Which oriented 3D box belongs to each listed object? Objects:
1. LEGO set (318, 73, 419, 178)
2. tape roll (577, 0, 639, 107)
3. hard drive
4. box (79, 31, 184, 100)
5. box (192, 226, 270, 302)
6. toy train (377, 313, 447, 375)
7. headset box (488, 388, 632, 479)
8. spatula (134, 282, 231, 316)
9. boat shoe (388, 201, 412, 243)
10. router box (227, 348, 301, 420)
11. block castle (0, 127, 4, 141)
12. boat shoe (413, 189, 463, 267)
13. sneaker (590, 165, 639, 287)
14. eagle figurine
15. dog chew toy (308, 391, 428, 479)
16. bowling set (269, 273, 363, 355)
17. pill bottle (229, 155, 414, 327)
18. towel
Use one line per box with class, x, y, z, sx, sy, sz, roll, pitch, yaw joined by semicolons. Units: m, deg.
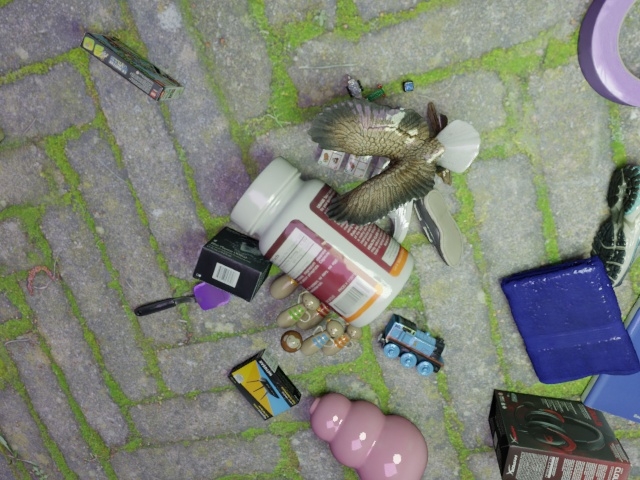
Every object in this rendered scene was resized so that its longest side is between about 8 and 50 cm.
LEGO set;0.119;-0.265;1.109;0.183;0.060;0.244;18;113;-9
tape roll;0.659;-0.398;0.930;0.275;0.090;0.274;3;110;10
hard drive;0.811;0.301;1.168;0.210;0.040;0.318;18;111;4
box;-0.431;-0.400;1.112;0.207;0.114;0.036;35;111;-4
box;-0.209;0.055;1.205;0.156;0.158;0.093;24;112;1
toy train;0.241;0.273;1.244;0.184;0.080;0.105;28;105;0
headset box;0.586;0.493;1.181;0.294;0.218;0.110;6;110;9
spatula;-0.392;0.172;1.346;0.297;0.030;0.084;-15;108;14
boat shoe;0.182;-0.084;1.131;0.063;0.066;0.184;7;110;-1
router box;-0.160;0.417;1.381;0.133;0.046;0.179;-33;100;19
block castle;-1.069;-0.359;1.189;0.454;0.213;0.302;4;110;8
boat shoe;0.281;-0.028;1.153;0.065;0.075;0.206;2;124;55
sneaker;0.694;-0.019;1.047;0.122;0.110;0.282;3;114;-3
eagle figurine;0.149;-0.164;0.992;0.299;0.226;0.225;-9;133;-24
dog chew toy;0.117;0.532;1.296;0.332;0.206;0.206;30;111;7
bowling set;-0.008;0.204;1.206;0.154;0.200;0.287;-38;103;18
pill bottle;0.000;0.000;1.114;0.392;0.224;0.224;39;111;-4
towel;0.587;0.193;1.138;0.228;0.076;0.308;-19;107;30
